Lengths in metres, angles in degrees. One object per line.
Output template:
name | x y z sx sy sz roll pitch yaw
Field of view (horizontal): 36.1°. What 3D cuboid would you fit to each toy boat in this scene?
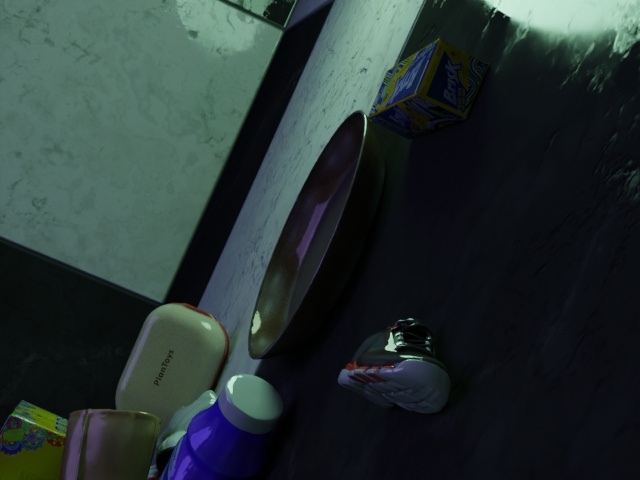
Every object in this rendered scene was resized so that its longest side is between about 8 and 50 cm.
toy boat | -0.232 0.223 1.610 0.231 0.151 0.151 -66 -19 -4

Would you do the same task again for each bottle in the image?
bottle | -0.128 0.267 1.068 0.283 0.092 0.118 -60 11 29

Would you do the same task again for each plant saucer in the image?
plant saucer | 0.000 0.000 1.134 0.310 0.050 0.311 -156 90 -80

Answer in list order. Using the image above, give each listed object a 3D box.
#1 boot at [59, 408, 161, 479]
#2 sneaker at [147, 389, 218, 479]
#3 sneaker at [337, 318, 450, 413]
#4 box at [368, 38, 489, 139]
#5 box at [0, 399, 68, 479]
boot | -0.326 0.352 1.240 0.089 0.236 0.270 56 -143 -64
sneaker | -0.191 0.294 1.351 0.262 0.099 0.121 -42 18 47
sneaker | 0.054 0.080 0.693 0.065 0.061 0.158 -62 10 -13
box | 0.100 -0.142 0.946 0.059 0.054 0.169 -67 12 -5
box | -0.423 0.403 1.406 0.290 0.177 0.279 -66 11 -10
